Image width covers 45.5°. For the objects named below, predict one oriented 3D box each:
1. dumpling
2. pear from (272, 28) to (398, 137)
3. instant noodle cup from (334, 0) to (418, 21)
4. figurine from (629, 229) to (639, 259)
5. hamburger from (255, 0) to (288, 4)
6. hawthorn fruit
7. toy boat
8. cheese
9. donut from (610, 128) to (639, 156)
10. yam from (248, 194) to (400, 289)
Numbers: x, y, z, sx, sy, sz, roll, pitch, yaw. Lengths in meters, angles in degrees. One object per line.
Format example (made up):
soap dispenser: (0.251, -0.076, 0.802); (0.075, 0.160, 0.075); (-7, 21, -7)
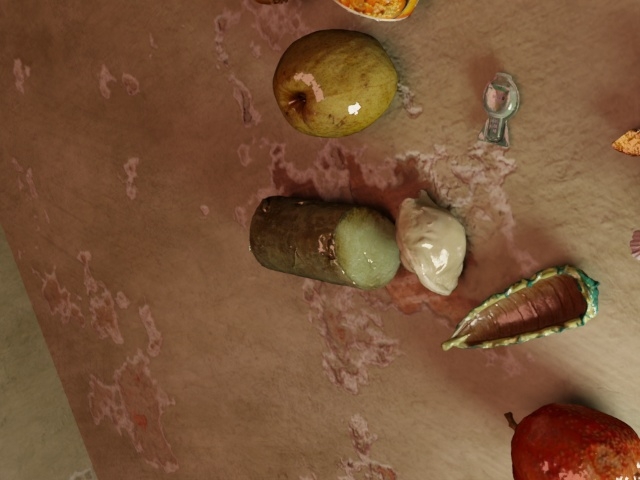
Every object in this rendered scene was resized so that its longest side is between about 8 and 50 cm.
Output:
dumpling: (0.192, 0.006, 1.380); (0.118, 0.136, 0.199); (-27, 77, 51)
pear: (0.015, -0.281, 1.370); (0.228, 0.211, 0.188); (11, 115, 40)
instant noodle cup: (0.103, -0.470, 1.238); (0.213, 0.213, 0.174); (42, 137, 22)
figurine: (0.541, -0.019, 1.069); (0.174, 0.115, 0.240); (17, 122, 39)
hamburger: (-0.076, -0.507, 1.409); (0.162, 0.162, 0.115); (-25, 89, 44)
hawthorn fruit: (0.410, 0.363, 1.280); (0.253, 0.205, 0.205); (21, 119, 43)
toy boat: (0.344, 0.124, 1.314); (0.293, 0.099, 0.109); (-29, 85, 36)
cheese: (0.297, -0.219, 1.270); (0.067, 0.026, 0.121); (22, 120, 35)
donut: (0.478, -0.163, 1.123); (0.067, 0.038, 0.083); (32, 120, 32)
yam: (0.000, 0.000, 1.530); (0.304, 0.168, 0.168); (9, 112, 41)
